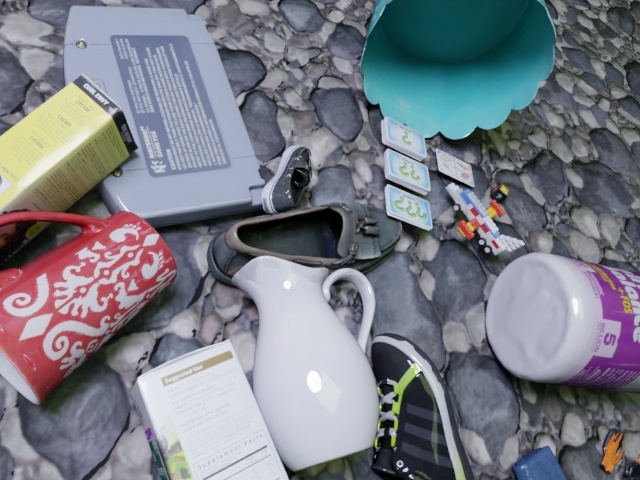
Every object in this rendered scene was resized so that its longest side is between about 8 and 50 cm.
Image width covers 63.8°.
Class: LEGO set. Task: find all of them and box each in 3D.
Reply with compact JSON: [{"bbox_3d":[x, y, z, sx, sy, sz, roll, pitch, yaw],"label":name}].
[{"bbox_3d":[0.204,-0.081,0.762,0.244,0.060,0.182,20,52,-24],"label":"LEGO set"}]

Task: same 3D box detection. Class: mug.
[{"bbox_3d":[-0.228,0.041,0.475,0.113,0.150,0.169,29,49,21],"label":"mug"}]

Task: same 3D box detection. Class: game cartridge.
[{"bbox_3d":[-0.200,-0.157,0.632,0.198,0.062,0.297,-13,73,-25],"label":"game cartridge"}]

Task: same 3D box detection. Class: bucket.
[{"bbox_3d":[0.199,-0.312,0.767,0.281,0.281,0.183,21,55,-15],"label":"bucket"}]

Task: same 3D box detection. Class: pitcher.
[{"bbox_3d":[0.007,0.124,0.556,0.178,0.125,0.207,-2,62,-31],"label":"pitcher"}]

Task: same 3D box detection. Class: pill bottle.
[{"bbox_3d":[0.399,0.120,0.708,0.301,0.169,0.169,10,63,-20],"label":"pill bottle"}]

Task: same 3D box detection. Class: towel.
[{"bbox_3d":[0.288,0.326,0.642,0.067,0.029,0.119,-15,74,-30],"label":"towel"}]

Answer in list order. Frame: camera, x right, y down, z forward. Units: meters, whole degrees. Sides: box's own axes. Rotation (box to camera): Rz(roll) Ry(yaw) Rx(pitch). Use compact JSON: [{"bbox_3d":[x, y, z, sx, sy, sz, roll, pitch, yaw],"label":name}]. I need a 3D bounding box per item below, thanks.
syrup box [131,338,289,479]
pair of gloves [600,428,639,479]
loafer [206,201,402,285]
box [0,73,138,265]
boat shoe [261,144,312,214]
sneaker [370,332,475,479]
[{"bbox_3d":[-0.090,0.224,0.477,0.096,0.093,0.237,-19,76,-30],"label":"syrup box"},{"bbox_3d":[0.427,0.314,0.724,0.083,0.010,0.074,50,55,0],"label":"pair of gloves"},{"bbox_3d":[0.000,0.000,0.630,0.267,0.084,0.096,-10,71,-28],"label":"loafer"},{"bbox_3d":[-0.285,-0.049,0.488,0.058,0.087,0.232,41,73,4],"label":"box"},{"bbox_3d":[-0.032,-0.079,0.657,0.142,0.040,0.049,-67,144,-48],"label":"boat shoe"},{"bbox_3d":[0.097,0.220,0.571,0.097,0.084,0.234,-13,73,-28],"label":"sneaker"}]
